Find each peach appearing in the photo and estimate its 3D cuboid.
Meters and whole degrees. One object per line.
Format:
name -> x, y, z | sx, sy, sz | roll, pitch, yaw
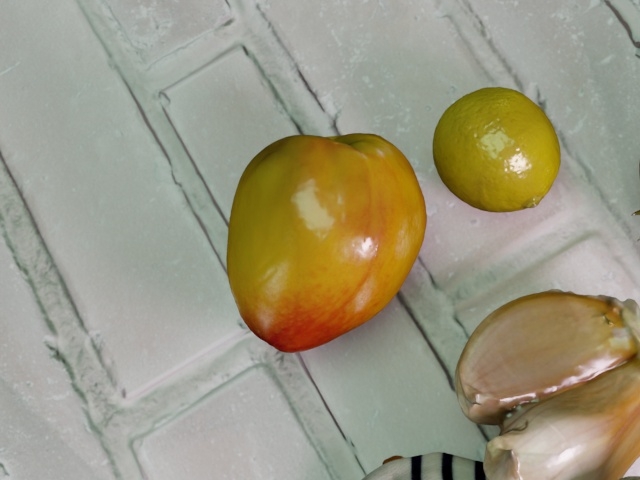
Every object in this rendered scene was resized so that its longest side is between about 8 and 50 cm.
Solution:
peach -> 0.002, 0.001, 1.895 | 0.289, 0.289, 0.308 | 4, 98, 15

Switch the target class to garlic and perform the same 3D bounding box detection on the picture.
garlic -> 0.318, 0.214, 1.758 | 0.313, 0.249, 0.286 | -32, 90, -15

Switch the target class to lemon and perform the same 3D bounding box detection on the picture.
lemon -> 0.256, -0.126, 1.929 | 0.178, 0.178, 0.203 | -30, 67, 1

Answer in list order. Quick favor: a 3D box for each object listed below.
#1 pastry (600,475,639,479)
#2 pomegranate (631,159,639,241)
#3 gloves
pastry -> 0.394, 0.431, 1.600 | 0.329, 0.136, 0.329 | 5, 103, 23
pomegranate -> 0.539, -0.080, 1.827 | 0.221, 0.221, 0.257 | 39, 89, 23
gloves -> 0.141, 0.350, 1.804 | 0.218, 0.131, 0.140 | 1, 67, 4
